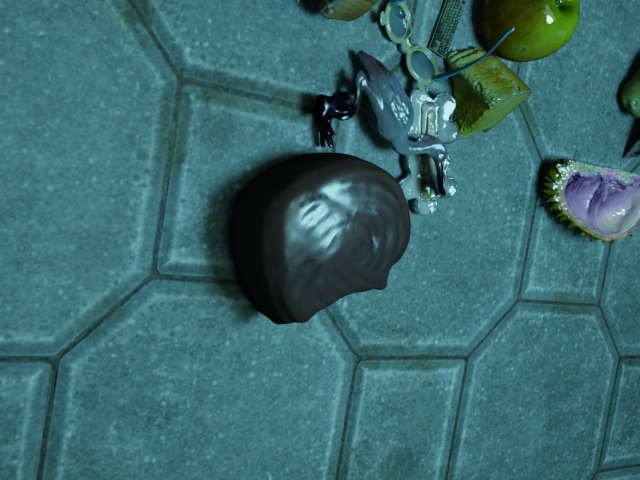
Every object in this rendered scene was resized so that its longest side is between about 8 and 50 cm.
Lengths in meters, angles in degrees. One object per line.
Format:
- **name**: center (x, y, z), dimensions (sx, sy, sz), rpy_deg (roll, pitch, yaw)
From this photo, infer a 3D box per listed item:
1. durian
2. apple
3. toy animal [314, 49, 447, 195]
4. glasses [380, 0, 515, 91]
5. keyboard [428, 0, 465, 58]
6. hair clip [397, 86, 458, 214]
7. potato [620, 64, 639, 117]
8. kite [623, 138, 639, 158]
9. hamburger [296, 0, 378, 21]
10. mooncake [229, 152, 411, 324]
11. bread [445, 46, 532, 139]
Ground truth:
- **durian**: center (0.656, -0.097, 1.857), dimensions (0.341, 0.112, 0.191), rpy_deg (5, 105, -28)
- **apple**: center (0.438, -0.468, 1.585), dimensions (0.196, 0.196, 0.196), rpy_deg (-7, 103, -34)
- **toy animal**: center (0.132, -0.231, 1.460), dimensions (0.324, 0.090, 0.195), rpy_deg (20, 88, -25)
- **glasses**: center (0.248, -0.413, 1.458), dimensions (0.190, 0.220, 0.088), rpy_deg (54, 31, -25)
- **keyboard**: center (0.259, -0.441, 1.560), dimensions (0.049, 0.015, 0.129), rpy_deg (24, 85, -36)
- **hair clip**: center (0.218, -0.179, 1.551), dimensions (0.146, 0.075, 0.257), rpy_deg (-5, 95, -19)
- **potato**: center (0.841, -0.390, 1.915), dimensions (0.194, 0.157, 0.157), rpy_deg (-34, 117, -9)
- **kite**: center (0.918, -0.298, 1.970), dimensions (0.314, 0.011, 0.335), rpy_deg (-32, 152, 1)
- **hamburger**: center (0.070, -0.611, 1.234), dimensions (0.268, 0.287, 0.445), rpy_deg (14, 88, -34)
- **mooncake**: center (0.000, 0.000, 1.366), dimensions (0.326, 0.174, 0.334), rpy_deg (24, 84, -38)
- **bread**: center (0.328, -0.303, 1.614), dimensions (0.140, 0.169, 0.160), rpy_deg (-22, 151, -30)
